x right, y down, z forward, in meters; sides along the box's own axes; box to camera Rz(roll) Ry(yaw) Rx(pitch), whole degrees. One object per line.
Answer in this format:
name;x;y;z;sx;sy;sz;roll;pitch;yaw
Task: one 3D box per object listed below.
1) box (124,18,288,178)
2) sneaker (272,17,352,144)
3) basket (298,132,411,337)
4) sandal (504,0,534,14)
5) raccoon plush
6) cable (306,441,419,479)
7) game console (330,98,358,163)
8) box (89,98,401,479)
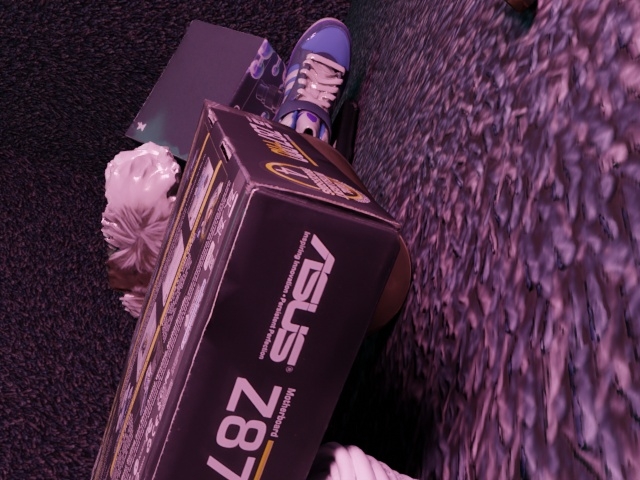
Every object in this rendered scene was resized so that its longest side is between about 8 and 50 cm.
box;-0.177;-0.237;1.547;0.294;0.212;0.395;-62;-31;-8
sneaker;-0.008;-0.263;1.330;0.323;0.130;0.236;-64;19;12
basket;0.000;0.000;0.714;0.204;0.154;0.227;63;179;-18
sandal;0.155;-0.266;0.553;0.060;0.090;0.219;-32;28;45
raccoon plush;-0.103;0.092;0.838;0.299;0.216;0.447;-102;9;-76
cable;0.005;0.243;0.363;0.257;0.089;0.257;157;131;-82
game console;-0.006;-0.048;1.365;0.387;0.060;0.342;-81;16;-48
box;-0.095;0.113;0.516;0.318;0.097;0.395;-129;57;-67
